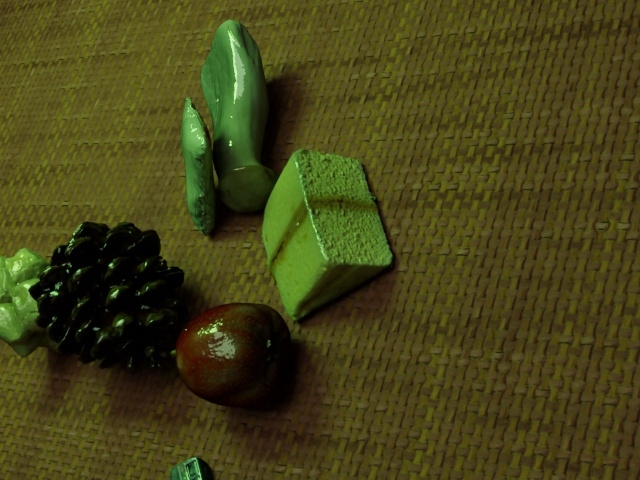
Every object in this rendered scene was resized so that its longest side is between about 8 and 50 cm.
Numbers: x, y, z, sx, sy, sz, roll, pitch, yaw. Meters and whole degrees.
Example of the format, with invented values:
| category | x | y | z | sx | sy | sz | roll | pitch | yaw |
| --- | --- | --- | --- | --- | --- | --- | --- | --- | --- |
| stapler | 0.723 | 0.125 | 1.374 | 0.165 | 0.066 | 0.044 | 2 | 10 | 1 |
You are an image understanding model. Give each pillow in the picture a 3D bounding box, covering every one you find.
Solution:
| category | x | y | z | sx | sy | sz | roll | pitch | yaw |
| --- | --- | --- | --- | --- | --- | --- | --- | --- | --- |
| pillow | -0.205 | -0.120 | 1.906 | 0.050 | 0.229 | 0.128 | -11 | 51 | -12 |

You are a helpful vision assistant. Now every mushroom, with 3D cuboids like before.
| category | x | y | z | sx | sy | sz | roll | pitch | yaw |
| --- | --- | --- | --- | --- | --- | --- | --- | --- | --- |
| mushroom | -0.143 | -0.205 | 1.952 | 0.122 | 0.159 | 0.329 | -12 | 58 | 6 |

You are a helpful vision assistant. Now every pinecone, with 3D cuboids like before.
| category | x | y | z | sx | sy | sz | roll | pitch | yaw |
| --- | --- | --- | --- | --- | --- | --- | --- | --- | --- |
| pinecone | -0.325 | 0.092 | 1.846 | 0.257 | 0.243 | 0.243 | 25 | 76 | 11 |

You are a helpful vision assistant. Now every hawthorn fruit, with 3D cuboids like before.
| category | x | y | z | sx | sy | sz | roll | pitch | yaw |
| --- | --- | --- | --- | --- | --- | --- | --- | --- | --- |
| hawthorn fruit | -0.139 | 0.171 | 1.710 | 0.188 | 0.169 | 0.169 | -10 | 57 | 34 |

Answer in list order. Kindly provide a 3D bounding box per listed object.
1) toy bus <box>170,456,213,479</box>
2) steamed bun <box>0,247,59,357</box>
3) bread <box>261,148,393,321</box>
| category | x | y | z | sx | sy | sz | roll | pitch | yaw |
| --- | --- | --- | --- | --- | --- | --- | --- | --- | --- |
| toy bus | -0.177 | 0.398 | 1.662 | 0.065 | 0.047 | 0.166 | -31 | 48 | 10 |
| steamed bun | -0.485 | 0.110 | 1.970 | 0.106 | 0.177 | 0.192 | -20 | 57 | 20 |
| bread | 0.000 | 0.000 | 1.806 | 0.178 | 0.135 | 0.240 | -57 | 37 | 39 |
